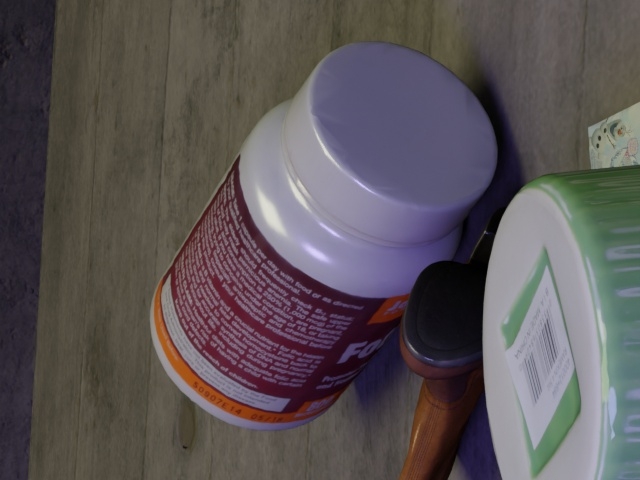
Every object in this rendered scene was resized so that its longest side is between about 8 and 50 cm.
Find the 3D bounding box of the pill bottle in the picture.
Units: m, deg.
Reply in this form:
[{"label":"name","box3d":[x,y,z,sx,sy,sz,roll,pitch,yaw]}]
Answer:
[{"label":"pill bottle","box3d":[0.000,0.000,1.834,0.392,0.224,0.224,126,140,-49]}]

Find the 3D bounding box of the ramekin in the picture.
[{"label":"ramekin","box3d":[0.222,0.087,1.368,0.303,0.148,0.303,178,90,-78]}]

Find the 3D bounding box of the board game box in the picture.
[{"label":"board game box","box3d":[0.252,-0.061,1.550,0.090,0.020,0.090,152,118,-61]}]

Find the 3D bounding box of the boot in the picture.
[{"label":"boot","box3d":[0.095,0.133,1.639,0.264,0.096,0.280,-58,-10,-60]}]
